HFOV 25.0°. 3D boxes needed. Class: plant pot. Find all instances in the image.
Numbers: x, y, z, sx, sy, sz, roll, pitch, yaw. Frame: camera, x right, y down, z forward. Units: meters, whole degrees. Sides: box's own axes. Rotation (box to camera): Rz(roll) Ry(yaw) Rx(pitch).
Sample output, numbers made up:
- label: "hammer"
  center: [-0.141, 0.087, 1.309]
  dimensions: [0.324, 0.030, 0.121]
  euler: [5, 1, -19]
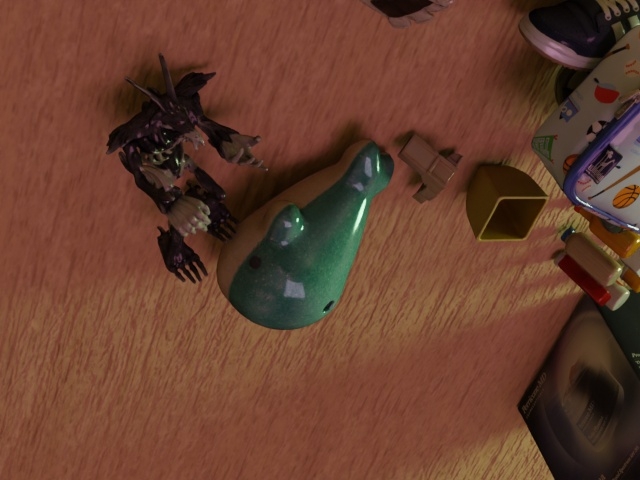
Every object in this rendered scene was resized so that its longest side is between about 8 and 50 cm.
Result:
- label: "plant pot"
  center: [0.239, -0.057, 1.916]
  dimensions: [0.081, 0.083, 0.081]
  euler: [-1, 136, -28]

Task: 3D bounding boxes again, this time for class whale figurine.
- label: "whale figurine"
  center: [0.000, 0.000, 1.793]
  dimensions: [0.272, 0.141, 0.216]
  euler: [-44, 160, 5]

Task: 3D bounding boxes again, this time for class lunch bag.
- label: "lunch bag"
  center: [0.414, -0.133, 1.760]
  dimensions: [0.243, 0.115, 0.303]
  euler: [-46, 143, 20]

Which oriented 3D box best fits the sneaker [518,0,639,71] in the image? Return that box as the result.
- label: "sneaker"
  center: [0.374, -0.285, 1.720]
  dimensions: [0.282, 0.099, 0.153]
  euler: [-1, 138, -33]

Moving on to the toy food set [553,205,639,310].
- label: "toy food set"
  center: [0.414, 0.024, 2.119]
  dimensions: [0.111, 0.104, 0.232]
  euler: [-47, 156, 5]

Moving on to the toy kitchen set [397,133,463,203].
- label: "toy kitchen set"
  center: [0.136, -0.103, 1.858]
  dimensions: [0.068, 0.075, 0.083]
  euler: [-54, -173, -22]

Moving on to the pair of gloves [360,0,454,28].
- label: "pair of gloves"
  center: [0.141, -0.291, 1.543]
  dimensions: [0.240, 0.042, 0.204]
  euler: [-11, 165, 26]

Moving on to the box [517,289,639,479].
- label: "box"
  center: [0.486, 0.279, 2.259]
  dimensions: [0.182, 0.294, 0.296]
  euler: [0, 135, -25]

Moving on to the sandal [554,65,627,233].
- label: "sandal"
  center: [0.387, -0.137, 1.915]
  dimensions: [0.120, 0.086, 0.303]
  euler: [-28, 125, -1]

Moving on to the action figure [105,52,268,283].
- label: "action figure"
  center: [-0.144, -0.080, 1.629]
  dimensions: [0.164, 0.141, 0.276]
  euler: [-46, 151, -26]
